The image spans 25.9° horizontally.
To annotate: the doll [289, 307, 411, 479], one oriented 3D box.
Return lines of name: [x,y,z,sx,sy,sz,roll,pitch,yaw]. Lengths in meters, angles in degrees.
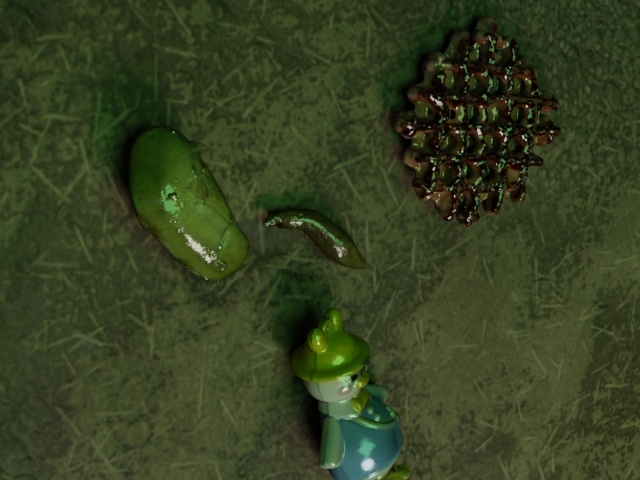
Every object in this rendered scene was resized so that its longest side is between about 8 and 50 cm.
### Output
doll: [0.031,0.192,1.600,0.135,0.099,0.241,-28,116,-21]

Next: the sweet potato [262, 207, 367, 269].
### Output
sweet potato: [0.000,-0.006,1.572,0.153,0.038,0.041,28,62,-33]

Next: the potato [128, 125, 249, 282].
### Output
potato: [-0.140,-0.031,1.447,0.188,0.085,0.105,53,49,-33]

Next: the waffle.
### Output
waffle: [0.185,-0.136,1.658,0.234,0.055,0.221,-51,121,-20]
